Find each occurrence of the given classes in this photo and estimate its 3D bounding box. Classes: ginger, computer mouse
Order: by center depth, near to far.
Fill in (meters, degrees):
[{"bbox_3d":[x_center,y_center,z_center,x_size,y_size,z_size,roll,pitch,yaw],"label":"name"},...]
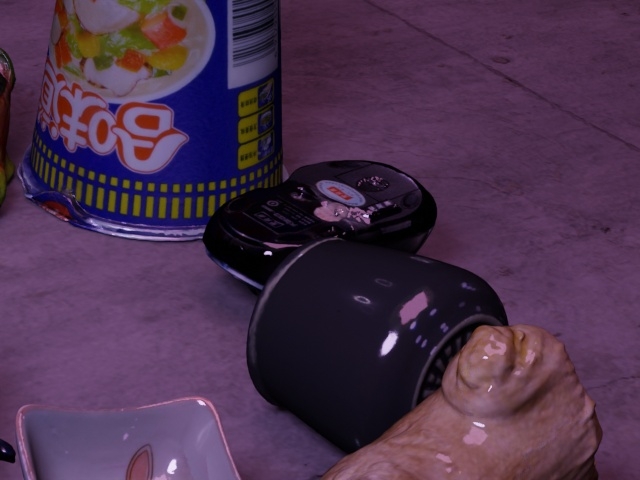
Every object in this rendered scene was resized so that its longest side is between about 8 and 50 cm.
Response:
[{"bbox_3d":[0.088,0.164,1.230,0.130,0.221,0.276,36,29,27],"label":"ginger"},{"bbox_3d":[0.000,0.000,1.635,0.233,0.096,0.137,-19,33,-35],"label":"computer mouse"}]

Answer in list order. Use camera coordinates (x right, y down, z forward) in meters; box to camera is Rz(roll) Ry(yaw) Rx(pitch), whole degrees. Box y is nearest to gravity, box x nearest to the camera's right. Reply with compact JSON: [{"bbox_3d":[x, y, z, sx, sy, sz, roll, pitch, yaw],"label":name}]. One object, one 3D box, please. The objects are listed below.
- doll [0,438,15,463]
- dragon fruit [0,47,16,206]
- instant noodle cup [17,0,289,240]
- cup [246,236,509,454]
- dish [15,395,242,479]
[{"bbox_3d":[-0.314,0.127,1.260,0.177,0.141,0.314,-29,49,-5],"label":"doll"},{"bbox_3d":[-0.414,-0.117,1.723,0.295,0.130,0.268,20,24,23],"label":"dragon fruit"},{"bbox_3d":[-0.150,-0.200,1.741,0.284,0.312,0.284,6,27,-3],"label":"instant noodle cup"},{"bbox_3d":[0.056,0.095,1.425,0.177,0.169,0.223,19,-6,36],"label":"cup"},{"bbox_3d":[-0.115,0.203,1.197,0.151,0.077,0.212,-1,39,-28],"label":"dish"}]
